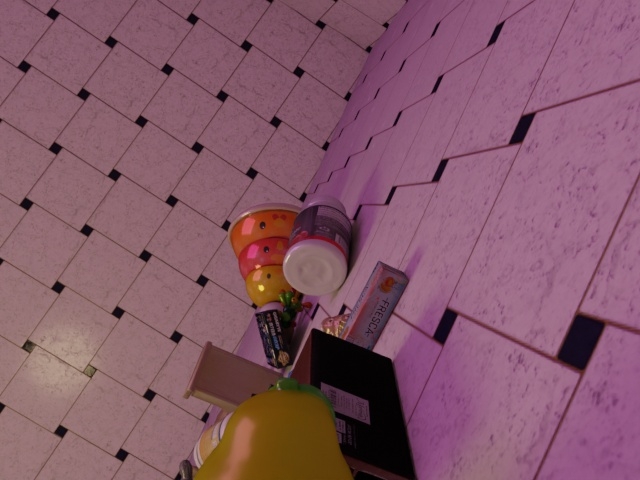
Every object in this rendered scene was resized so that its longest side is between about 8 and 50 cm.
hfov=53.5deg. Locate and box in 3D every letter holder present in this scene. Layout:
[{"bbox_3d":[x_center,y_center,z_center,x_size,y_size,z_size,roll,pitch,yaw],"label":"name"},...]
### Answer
[{"bbox_3d":[0.011,0.314,0.968,0.302,0.152,0.214,-89,24,-70],"label":"letter holder"}]

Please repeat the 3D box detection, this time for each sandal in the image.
[{"bbox_3d":[0.031,0.205,1.382,0.240,0.079,0.088,-56,13,46],"label":"sandal"}]

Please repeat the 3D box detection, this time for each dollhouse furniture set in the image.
[{"bbox_3d":[-0.319,0.524,2.017,0.394,0.257,0.362,-56,12,48],"label":"dollhouse furniture set"}]

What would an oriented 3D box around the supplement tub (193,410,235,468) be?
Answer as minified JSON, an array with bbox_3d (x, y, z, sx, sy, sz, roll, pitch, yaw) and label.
[{"bbox_3d":[-0.250,0.564,1.752,0.200,0.144,0.144,-41,23,40],"label":"supplement tub"}]

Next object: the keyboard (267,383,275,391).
[{"bbox_3d":[-0.144,0.500,1.555,0.201,0.033,0.317,-60,-16,-72],"label":"keyboard"}]

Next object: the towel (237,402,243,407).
[{"bbox_3d":[-0.145,0.507,1.319,0.187,0.049,0.282,-147,59,-65],"label":"towel"}]

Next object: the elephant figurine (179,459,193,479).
[{"bbox_3d":[-0.360,0.774,1.832,0.169,0.186,0.239,92,-170,-72],"label":"elephant figurine"}]

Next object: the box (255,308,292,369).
[{"bbox_3d":[-0.150,0.304,1.982,0.220,0.051,0.175,148,107,-76],"label":"box"}]

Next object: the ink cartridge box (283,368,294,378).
[{"bbox_3d":[-0.064,0.398,1.396,0.148,0.086,0.203,-52,15,60],"label":"ink cartridge box"}]

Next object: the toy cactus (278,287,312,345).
[{"bbox_3d":[-0.095,0.249,2.052,0.219,0.112,0.180,-119,35,-77],"label":"toy cactus"}]

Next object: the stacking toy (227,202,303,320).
[{"bbox_3d":[-0.158,0.134,2.298,0.350,0.351,0.479,123,149,-45],"label":"stacking toy"}]

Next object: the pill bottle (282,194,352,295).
[{"bbox_3d":[0.000,0.000,1.824,0.176,0.176,0.318,-60,10,31],"label":"pill bottle"}]

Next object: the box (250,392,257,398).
[{"bbox_3d":[-0.187,0.520,1.564,0.233,0.044,0.159,-70,-8,-46],"label":"box"}]

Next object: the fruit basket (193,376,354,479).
[{"bbox_3d":[-0.066,0.341,0.616,0.283,0.392,0.392,-58,11,43],"label":"fruit basket"}]

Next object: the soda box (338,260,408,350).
[{"bbox_3d":[0.100,0.136,1.230,0.183,0.058,0.063,-63,9,11],"label":"soda box"}]
